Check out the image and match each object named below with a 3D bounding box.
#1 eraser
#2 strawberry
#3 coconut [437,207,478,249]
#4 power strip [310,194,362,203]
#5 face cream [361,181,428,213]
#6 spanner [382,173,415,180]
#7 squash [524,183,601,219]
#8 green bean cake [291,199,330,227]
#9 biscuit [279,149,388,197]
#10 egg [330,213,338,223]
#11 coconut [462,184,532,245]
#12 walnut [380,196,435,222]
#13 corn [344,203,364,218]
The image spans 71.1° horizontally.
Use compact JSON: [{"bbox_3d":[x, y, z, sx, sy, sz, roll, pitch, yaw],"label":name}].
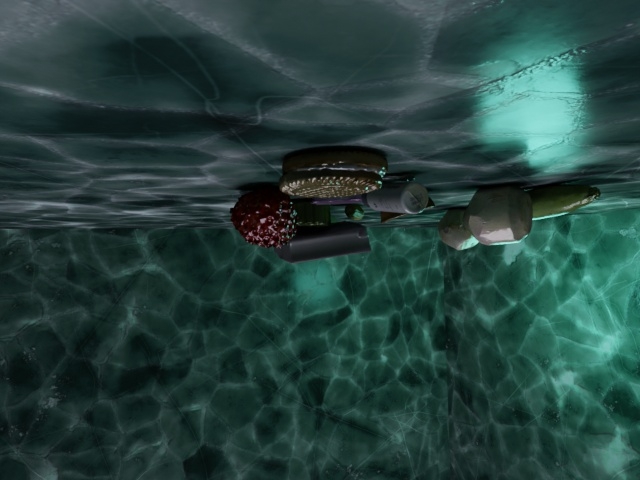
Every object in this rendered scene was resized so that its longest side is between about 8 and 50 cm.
[{"bbox_3d":[0.000,0.000,1.933,0.359,0.122,0.272,-9,-170,-19],"label":"eraser"},{"bbox_3d":[-0.171,-0.108,1.418,0.233,0.234,0.178,-1,148,-17],"label":"strawberry"},{"bbox_3d":[0.741,-0.062,2.379,0.230,0.227,0.227,-9,-176,-40],"label":"coconut"},{"bbox_3d":[0.106,-0.155,1.601,0.278,0.038,0.109,-2,179,9],"label":"power strip"},{"bbox_3d":[0.206,-0.131,1.365,0.092,0.092,0.311,-1,-174,-20],"label":"face cream"},{"bbox_3d":[0.117,-0.176,1.248,0.301,0.017,0.071,-1,180,-4],"label":"spanner"},{"bbox_3d":[0.815,-0.141,1.576,0.118,0.118,0.370,-1,174,-25],"label":"squash"},{"bbox_3d":[-0.061,-0.107,1.848,0.200,0.113,0.214,0,180,6],"label":"green bean cake"},{"bbox_3d":[0.028,-0.147,1.025,0.259,0.079,0.259,-2,179,0],"label":"biscuit"},{"bbox_3d":[-0.025,-0.049,2.199,0.218,0.218,0.295,-3,-171,43],"label":"egg"},{"bbox_3d":[0.614,-0.086,1.574,0.234,0.224,0.224,0,180,32],"label":"coconut"},{"bbox_3d":[0.306,-0.132,1.616,0.211,0.087,0.167,-17,-177,-7],"label":"walnut"},{"bbox_3d":[0.157,-0.130,2.058,0.068,0.068,0.207,-2,179,16],"label":"corn"}]
